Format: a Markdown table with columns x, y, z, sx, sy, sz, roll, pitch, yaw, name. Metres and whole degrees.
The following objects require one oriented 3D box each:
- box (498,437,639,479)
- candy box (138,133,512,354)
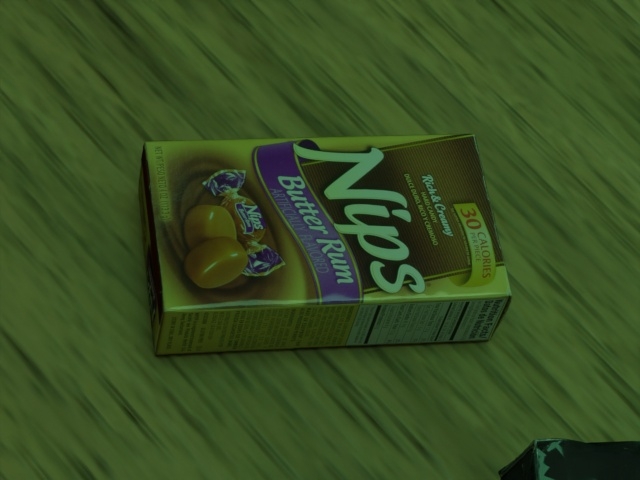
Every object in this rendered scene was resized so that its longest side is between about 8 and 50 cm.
| x | y | z | sx | sy | sz | roll | pitch | yaw | name |
| --- | --- | --- | --- | --- | --- | --- | --- | --- | --- |
| 0.238 | 0.241 | 0.794 | 0.293 | 0.073 | 0.295 | 1 | 66 | -9 | box |
| 0.000 | 0.000 | 0.937 | 0.187 | 0.053 | 0.109 | -2 | 57 | -13 | candy box |
